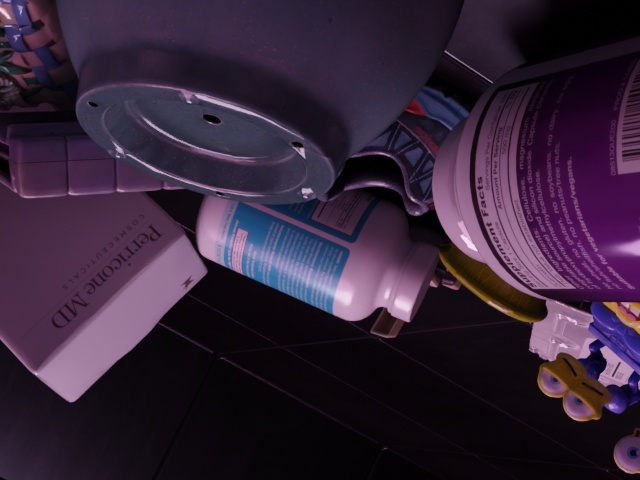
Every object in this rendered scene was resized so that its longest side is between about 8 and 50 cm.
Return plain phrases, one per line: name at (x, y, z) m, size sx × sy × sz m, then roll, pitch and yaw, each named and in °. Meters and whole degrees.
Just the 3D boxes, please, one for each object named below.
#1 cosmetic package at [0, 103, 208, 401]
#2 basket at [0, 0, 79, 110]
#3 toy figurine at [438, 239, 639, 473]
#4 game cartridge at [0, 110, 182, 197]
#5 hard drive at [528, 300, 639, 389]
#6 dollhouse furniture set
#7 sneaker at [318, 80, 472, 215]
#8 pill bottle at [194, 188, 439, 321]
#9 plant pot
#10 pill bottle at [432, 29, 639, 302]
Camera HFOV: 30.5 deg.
cosmetic package at (-0.375, -0.055, 1.385) m, size 0.453 × 0.230 × 0.161 m, roll 42°, pitch 169°, yaw 16°
basket at (-0.340, -0.235, 1.044) m, size 0.289 × 0.201 × 0.255 m, roll 14°, pitch 161°, yaw 14°
toy figurine at (0.293, 0.028, 1.047) m, size 0.191 × 0.217 × 0.362 m, roll -11°, pitch -137°, yaw -36°
game cartridge at (-0.182, -0.088, 1.061) m, size 0.230 × 0.068 × 0.355 m, roll -9°, pitch -169°, yaw -21°
hard drive at (0.402, 0.137, 1.302) m, size 0.339 × 0.064 × 0.237 m, roll 24°, pitch 164°, yaw 14°
dollhouse furniture set at (0.104, 0.063, 1.451) m, size 0.091 × 0.114 × 0.081 m, roll 14°, pitch 155°, yaw 46°
sneaker at (0.007, -0.102, 1.050) m, size 0.262 × 0.125 × 0.104 m, roll 21°, pitch 163°, yaw 19°
pill bottle at (0.000, 0.000, 1.349) m, size 0.264 × 0.146 × 0.146 m, roll 24°, pitch 164°, yaw 11°
plant pot at (-0.053, -0.144, 0.783) m, size 0.293 × 0.196 × 0.293 m, roll 14°, pitch 162°, yaw 5°
pill bottle at (0.215, -0.048, 0.789) m, size 0.181 × 0.181 × 0.323 m, roll 33°, pitch 163°, yaw -22°
